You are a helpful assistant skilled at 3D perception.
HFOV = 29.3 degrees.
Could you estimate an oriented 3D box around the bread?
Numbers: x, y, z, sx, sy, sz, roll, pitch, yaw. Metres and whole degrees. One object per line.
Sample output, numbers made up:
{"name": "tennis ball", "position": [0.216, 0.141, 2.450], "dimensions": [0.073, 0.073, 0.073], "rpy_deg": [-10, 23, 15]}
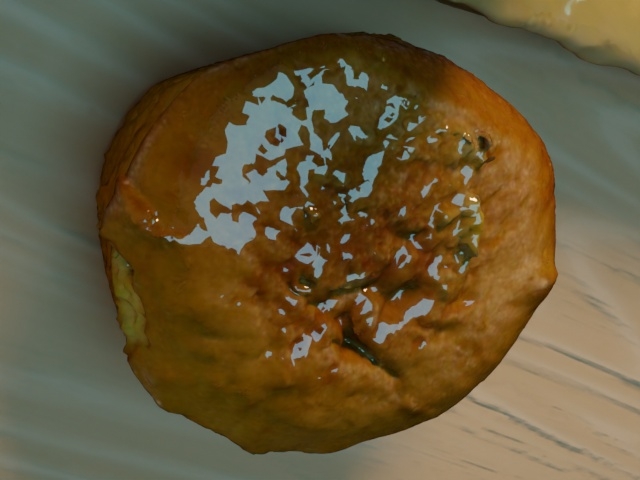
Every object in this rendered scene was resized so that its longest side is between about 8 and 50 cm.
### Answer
{"name": "bread", "position": [0.000, 0.000, 0.686], "dimensions": [0.269, 0.146, 0.268], "rpy_deg": [-8, 114, -19]}

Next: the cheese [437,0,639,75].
{"name": "cheese", "position": [0.235, -0.219, 0.738], "dimensions": [0.384, 0.104, 0.383], "rpy_deg": [-8, 110, -22]}
